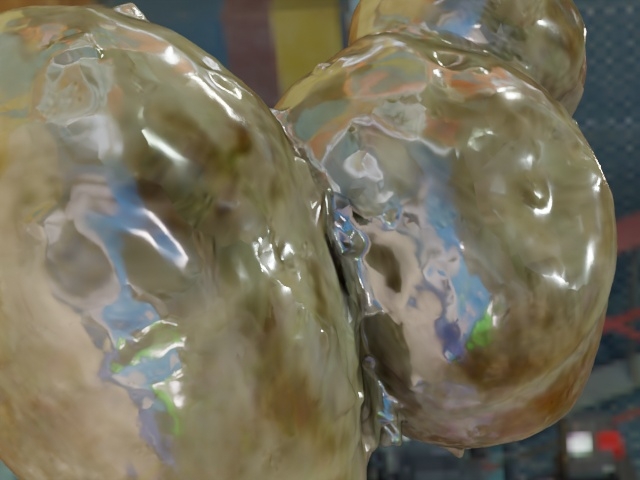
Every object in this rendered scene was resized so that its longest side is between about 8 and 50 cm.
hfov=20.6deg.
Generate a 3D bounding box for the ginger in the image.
[{"bbox_3d":[0.000,0.000,0.689,0.155,0.304,0.245,-34,-102,60],"label":"ginger"}]
